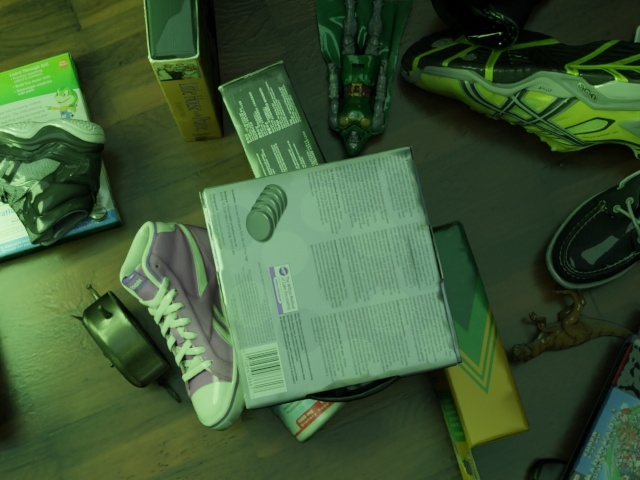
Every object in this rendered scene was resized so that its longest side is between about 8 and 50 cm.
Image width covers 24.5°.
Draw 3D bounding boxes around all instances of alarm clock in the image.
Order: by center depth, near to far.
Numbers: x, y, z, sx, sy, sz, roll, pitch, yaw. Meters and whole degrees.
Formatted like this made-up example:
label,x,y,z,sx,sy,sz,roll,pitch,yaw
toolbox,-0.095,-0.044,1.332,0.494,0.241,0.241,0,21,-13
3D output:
label,x,y,z,sx,sy,sz,roll,pitch,yaw
alarm clock,-0.245,0.146,1.927,0.064,0.129,0.192,-42,111,-4

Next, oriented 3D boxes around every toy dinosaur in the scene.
label,x,y,z,sx,sy,sz,roll,pitch,yaw
toy dinosaur,0.344,0.116,1.971,0.212,0.064,0.112,-8,94,-13

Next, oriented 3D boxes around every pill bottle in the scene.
label,x,y,z,sx,sy,sz,roll,pitch,yaw
pill bottle,-0.045,0.180,1.935,0.087,0.087,0.160,-42,84,-6

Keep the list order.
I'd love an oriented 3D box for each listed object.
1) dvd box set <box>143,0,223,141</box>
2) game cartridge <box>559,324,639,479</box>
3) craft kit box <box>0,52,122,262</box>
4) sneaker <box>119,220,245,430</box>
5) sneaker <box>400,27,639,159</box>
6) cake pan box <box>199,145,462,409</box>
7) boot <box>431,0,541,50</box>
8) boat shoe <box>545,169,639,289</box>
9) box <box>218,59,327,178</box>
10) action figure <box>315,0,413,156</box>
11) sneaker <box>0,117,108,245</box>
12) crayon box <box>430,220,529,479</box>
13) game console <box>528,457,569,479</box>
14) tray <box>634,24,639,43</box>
label,x,y,z,sx,sy,sz,roll,pitch,yaw
dvd box set,-0.172,-0.316,1.839,0.062,0.420,0.307,-5,81,-1
game cartridge,0.451,0.278,1.894,0.230,0.068,0.355,26,79,3
craft kit box,-0.421,-0.101,1.993,0.250,0.061,0.246,-17,85,-3
sneaker,-0.186,0.105,1.886,0.161,0.102,0.282,15,52,-40
sneaker,0.289,-0.189,1.960,0.385,0.145,0.147,12,127,18
cake pan box,0.013,0.047,1.647,0.246,0.070,0.266,-14,83,2
boot,0.197,-0.377,1.962,0.246,0.094,0.207,42,43,1
boat shoe,0.429,-0.042,1.942,0.302,0.091,0.114,-37,86,-15
box,0.000,0.000,1.846,0.097,0.318,0.394,-23,83,-2
action figure,0.053,-0.226,2.006,0.137,0.063,0.232,1,79,10
sneaker,-0.407,-0.067,1.909,0.269,0.101,0.153,-8,79,-4
crayon box,0.183,0.150,1.883,0.083,0.203,0.322,-16,83,-3
game console,0.402,0.505,1.905,0.342,0.060,0.386,14,81,1
tray,0.552,-0.198,2.020,0.270,0.030,0.145,12,81,2
